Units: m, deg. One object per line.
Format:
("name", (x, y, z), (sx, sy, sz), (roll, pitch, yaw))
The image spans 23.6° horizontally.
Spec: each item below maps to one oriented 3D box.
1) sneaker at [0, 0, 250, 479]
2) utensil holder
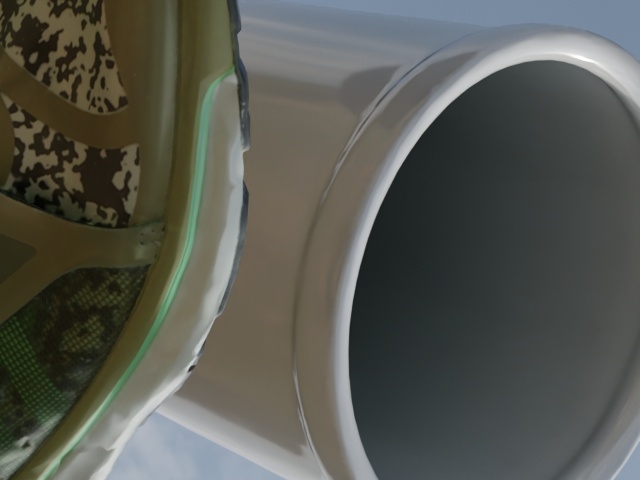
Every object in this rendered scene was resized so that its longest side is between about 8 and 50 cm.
("sneaker", (-0.157, 0.028, 0.538), (0.158, 0.182, 0.410), (46, -61, 50))
("utensil holder", (0.000, 0.000, 1.038), (0.385, 0.327, 0.328), (16, -69, 46))
